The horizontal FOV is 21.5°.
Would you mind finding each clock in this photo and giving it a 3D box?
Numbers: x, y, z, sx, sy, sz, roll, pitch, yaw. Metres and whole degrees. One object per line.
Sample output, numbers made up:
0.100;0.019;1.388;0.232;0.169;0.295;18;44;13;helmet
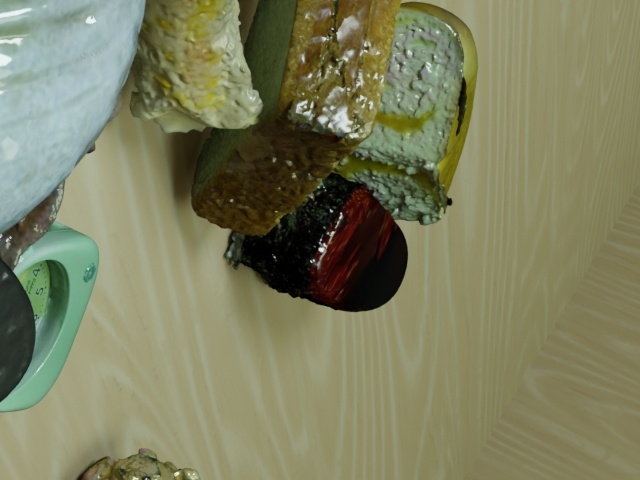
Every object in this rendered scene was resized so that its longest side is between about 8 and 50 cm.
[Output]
-0.246;0.055;1.273;0.148;0.060;0.188;-67;160;6;clock

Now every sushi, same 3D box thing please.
0.000;0.000;1.761;0.136;0.126;0.225;-63;155;-2;sushi

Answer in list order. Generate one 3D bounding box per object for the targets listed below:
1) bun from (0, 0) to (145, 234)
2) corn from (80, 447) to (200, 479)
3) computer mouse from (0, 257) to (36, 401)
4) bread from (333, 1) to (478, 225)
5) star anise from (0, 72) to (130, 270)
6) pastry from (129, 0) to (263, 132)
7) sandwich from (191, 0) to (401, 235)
-0.240;-0.158;0.744;0.362;0.211;0.362;3;86;-41;bun
-0.200;0.354;1.658;0.126;0.126;0.335;-36;147;-54;corn
-0.289;0.030;1.094;0.137;0.086;0.270;-54;147;-10;computer mouse
0.085;-0.140;1.783;0.156;0.158;0.261;-53;156;-64;bread
-0.198;-0.099;1.177;0.197;0.073;0.212;91;21;-48;star anise
-0.102;-0.185;1.270;0.258;0.121;0.089;81;14;-53;pastry
-0.020;-0.159;1.467;0.288;0.099;0.254;136;-38;-62;sandwich
